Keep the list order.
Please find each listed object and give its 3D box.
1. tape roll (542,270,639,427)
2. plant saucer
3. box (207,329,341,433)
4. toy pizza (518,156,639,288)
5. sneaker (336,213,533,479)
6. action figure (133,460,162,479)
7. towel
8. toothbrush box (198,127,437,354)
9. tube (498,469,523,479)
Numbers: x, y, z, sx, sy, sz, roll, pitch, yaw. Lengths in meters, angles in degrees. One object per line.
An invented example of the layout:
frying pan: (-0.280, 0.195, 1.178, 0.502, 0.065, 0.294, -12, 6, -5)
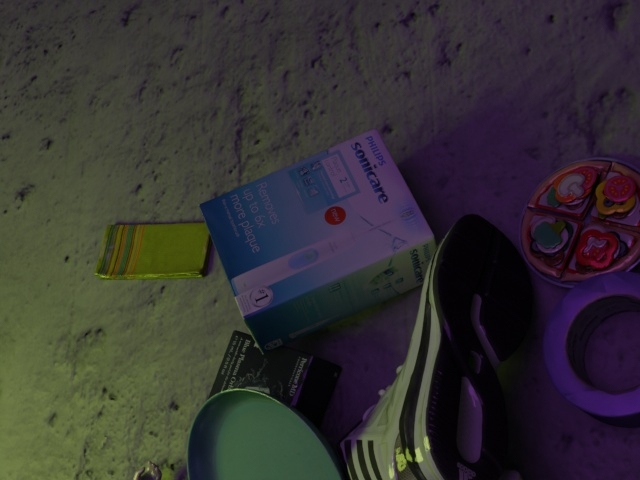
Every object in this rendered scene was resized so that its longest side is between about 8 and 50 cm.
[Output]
tape roll: (0.387, 0.140, 1.381, 0.189, 0.080, 0.189, -12, 65, 27)
plant saucer: (-0.065, 0.353, 1.507, 0.317, 0.043, 0.318, 13, 111, 38)
box: (-0.076, 0.234, 1.619, 0.158, 0.093, 0.156, 14, 79, 33)
toy pizza: (0.364, -0.030, 1.478, 0.201, 0.032, 0.201, -16, 57, 26)
sneaker: (0.130, 0.170, 1.448, 0.257, 0.169, 0.448, -37, 24, 42)
action figure: (-0.314, 0.524, 1.638, 0.370, 0.248, 0.276, 33, 133, 48)
towel: (-0.293, 0.017, 1.879, 0.237, 0.021, 0.102, -2, 71, 31)
toothbrush box: (0.000, 0.000, 1.591, 0.295, 0.126, 0.216, -22, 58, -2)
tube: (0.262, 0.401, 1.321, 0.070, 0.062, 0.240, -16, 100, 64)
